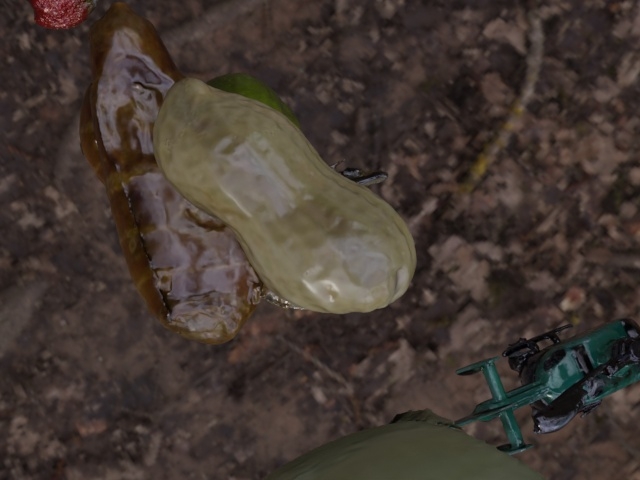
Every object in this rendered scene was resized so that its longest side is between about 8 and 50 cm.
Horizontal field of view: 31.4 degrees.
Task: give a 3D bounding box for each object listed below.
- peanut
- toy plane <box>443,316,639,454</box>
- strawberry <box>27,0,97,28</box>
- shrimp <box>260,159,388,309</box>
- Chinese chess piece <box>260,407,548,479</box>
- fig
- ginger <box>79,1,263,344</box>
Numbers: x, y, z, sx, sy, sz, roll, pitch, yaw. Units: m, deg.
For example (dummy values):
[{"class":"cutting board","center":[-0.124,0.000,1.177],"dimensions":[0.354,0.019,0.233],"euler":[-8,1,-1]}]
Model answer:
[{"class":"peanut","center":[-0.037,-0.029,0.943],"dimensions":[0.123,0.256,0.123],"euler":[-51,175,-7]},{"class":"toy plane","center":[0.251,0.138,1.167],"dimensions":[0.381,0.106,0.155],"euler":[-13,168,-38]},{"class":"strawberry","center":[-0.342,-0.329,1.511],"dimensions":[0.106,0.106,0.106],"euler":[-20,134,-22]},{"class":"shrimp","center":[0.000,0.000,1.562],"dimensions":[0.253,0.173,0.058],"euler":[-27,179,13]},{"class":"Chinese chess piece","center":[0.085,0.235,0.463],"dimensions":[0.146,0.349,0.349],"euler":[-36,139,-20]},{"class":"fig","center":[-0.122,-0.183,1.918],"dimensions":[0.206,0.275,0.206],"euler":[-3,99,-17]},{"class":"ginger","center":[-0.190,-0.067,1.423],"dimensions":[0.176,0.418,0.254],"euler":[-22,174,-13]}]
